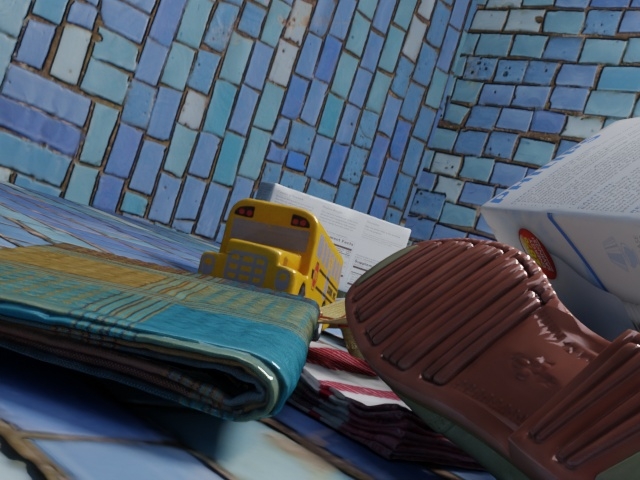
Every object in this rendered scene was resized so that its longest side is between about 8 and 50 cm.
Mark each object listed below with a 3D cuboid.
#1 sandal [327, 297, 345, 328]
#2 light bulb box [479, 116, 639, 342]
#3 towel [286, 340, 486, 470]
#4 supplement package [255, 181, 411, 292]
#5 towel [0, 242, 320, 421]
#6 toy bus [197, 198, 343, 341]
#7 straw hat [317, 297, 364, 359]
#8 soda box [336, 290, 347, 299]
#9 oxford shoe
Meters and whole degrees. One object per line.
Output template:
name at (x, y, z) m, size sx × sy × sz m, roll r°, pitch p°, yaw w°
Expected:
sandal at (0.067, 0.128, 1.249) m, size 0.265 × 0.076 × 0.102 m, roll -9°, pitch -34°, yaw 41°
light bulb box at (0.399, 0.063, 0.917) m, size 0.358 × 0.225 × 0.361 m, roll 60°, pitch -9°, yaw -9°
towel at (0.034, 0.130, 0.788) m, size 0.237 × 0.037 × 0.329 m, roll 19°, pitch -1°, yaw -41°
supplement package at (0.000, 0.000, 1.597) m, size 0.261 × 0.145 × 0.204 m, roll 19°, pitch 1°, yaw -12°
towel at (-0.138, 0.051, 0.655) m, size 0.271 × 0.040 × 0.370 m, roll 13°, pitch 2°, yaw 3°
toy bus at (-0.047, 0.040, 1.012) m, size 0.108 × 0.130 × 0.333 m, roll 12°, pitch -8°, yaw 9°
straw hat at (0.055, 0.090, 0.872) m, size 0.144 × 0.061 × 0.144 m, roll -14°, pitch 3°, yaw 1°
soda box at (-0.025, 0.098, 1.619) m, size 0.061 × 0.058 × 0.181 m, roll 19°, pitch 0°, yaw 35°
oxford shoe at (0.136, 0.113, 0.591) m, size 0.147 × 0.140 × 0.397 m, roll 61°, pitch -9°, yaw -27°
